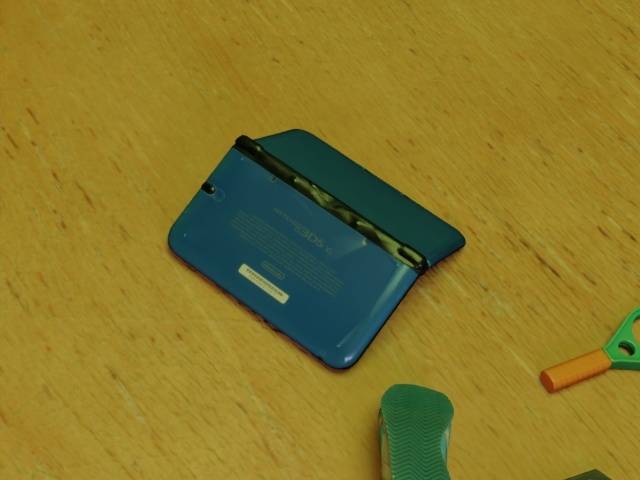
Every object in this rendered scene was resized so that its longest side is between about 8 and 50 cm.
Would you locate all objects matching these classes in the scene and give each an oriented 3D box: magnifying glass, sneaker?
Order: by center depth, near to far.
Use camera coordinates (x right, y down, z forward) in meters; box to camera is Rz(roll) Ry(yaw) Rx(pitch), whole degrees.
[{"bbox_3d":[0.098,0.243,1.218,0.088,0.092,0.228,11,31,0],"label":"sneaker"},{"bbox_3d":[0.375,0.140,1.393,0.231,0.026,0.092,-18,57,-23],"label":"magnifying glass"}]

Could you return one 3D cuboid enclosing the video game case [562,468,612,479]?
[{"bbox_3d":[0.287,0.329,1.127,0.196,0.026,0.274,-13,20,-21],"label":"video game case"}]

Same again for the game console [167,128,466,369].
[{"bbox_3d":[0.000,0.000,1.428,0.293,0.173,0.250,35,84,17],"label":"game console"}]
